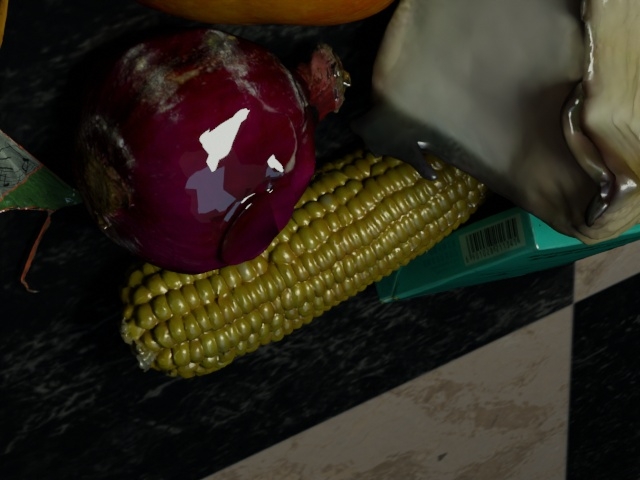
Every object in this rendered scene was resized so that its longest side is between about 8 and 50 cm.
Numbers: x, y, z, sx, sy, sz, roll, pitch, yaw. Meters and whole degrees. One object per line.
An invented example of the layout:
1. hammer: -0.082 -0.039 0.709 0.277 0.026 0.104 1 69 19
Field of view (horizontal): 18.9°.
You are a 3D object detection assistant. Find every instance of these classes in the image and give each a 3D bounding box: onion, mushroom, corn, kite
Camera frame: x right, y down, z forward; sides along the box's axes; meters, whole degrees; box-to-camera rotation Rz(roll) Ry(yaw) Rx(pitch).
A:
1. onion: -0.052 -0.058 1.212 0.198 0.135 0.173 -22 148 -19
2. mushroom: 0.261 -0.168 1.295 0.397 0.224 0.314 -5 123 -45
3. corn: 0.000 0.002 1.362 0.313 0.102 0.102 -26 146 -9
4. kite: -0.241 0.003 1.253 0.198 0.006 0.244 -9 139 -29

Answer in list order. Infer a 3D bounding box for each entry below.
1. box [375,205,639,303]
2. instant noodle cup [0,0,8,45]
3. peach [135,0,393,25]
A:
1. box: 0.160 0.000 1.437 0.161 0.042 0.226 -9 174 -28
2. instant noodle cup: -0.296 -0.056 0.910 0.296 0.296 0.214 -16 151 -23
3. peach: -0.024 -0.218 0.974 0.243 0.199 0.243 -19 149 -12
